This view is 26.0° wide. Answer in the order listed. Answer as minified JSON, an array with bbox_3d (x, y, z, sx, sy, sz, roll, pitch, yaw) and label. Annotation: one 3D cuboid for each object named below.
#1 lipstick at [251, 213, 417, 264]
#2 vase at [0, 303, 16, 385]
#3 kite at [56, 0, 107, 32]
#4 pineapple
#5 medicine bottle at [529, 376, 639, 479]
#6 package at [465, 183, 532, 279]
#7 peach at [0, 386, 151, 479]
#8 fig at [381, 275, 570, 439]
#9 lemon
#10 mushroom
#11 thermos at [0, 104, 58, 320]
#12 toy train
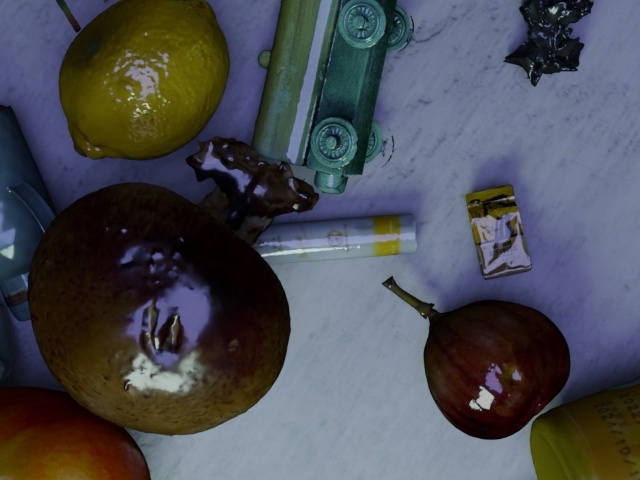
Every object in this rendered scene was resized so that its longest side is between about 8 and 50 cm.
[{"bbox_3d":[0.000,0.000,1.927,0.264,0.059,0.059,-5,101,-1],"label":"lipstick"},{"bbox_3d":[-0.609,0.172,1.904,0.360,0.165,0.165,-16,101,5],"label":"vase"},{"bbox_3d":[-0.345,-0.402,1.811,0.152,0.015,0.285,-33,72,3],"label":"kite"},{"bbox_3d":[0.328,-0.319,1.856,0.119,0.111,0.237,35,110,25],"label":"pineapple"},{"bbox_3d":[0.501,0.284,1.901,0.385,0.224,0.224,-18,100,-6],"label":"medicine bottle"},{"bbox_3d":[0.247,-0.013,1.936,0.071,0.047,0.131,-15,99,4],"label":"package"},{"bbox_3d":[-0.393,0.375,1.834,0.388,0.388,0.388,0,101,-1],"label":"peach"},{"bbox_3d":[0.212,0.154,1.920,0.204,0.249,0.186,-29,141,-33],"label":"fig"},{"bbox_3d":[-0.231,-0.211,1.810,0.204,0.204,0.260,41,93,-8],"label":"lemon"},{"bbox_3d":[-0.203,0.053,1.777,0.331,0.356,0.334,24,124,-25],"label":"mushroom"},{"bbox_3d":[-0.418,-0.034,1.859,0.145,0.182,0.286,-33,104,-41],"label":"thermos"},{"bbox_3d":[0.012,-0.221,1.872,0.190,0.126,0.307,18,102,28],"label":"toy train"}]
